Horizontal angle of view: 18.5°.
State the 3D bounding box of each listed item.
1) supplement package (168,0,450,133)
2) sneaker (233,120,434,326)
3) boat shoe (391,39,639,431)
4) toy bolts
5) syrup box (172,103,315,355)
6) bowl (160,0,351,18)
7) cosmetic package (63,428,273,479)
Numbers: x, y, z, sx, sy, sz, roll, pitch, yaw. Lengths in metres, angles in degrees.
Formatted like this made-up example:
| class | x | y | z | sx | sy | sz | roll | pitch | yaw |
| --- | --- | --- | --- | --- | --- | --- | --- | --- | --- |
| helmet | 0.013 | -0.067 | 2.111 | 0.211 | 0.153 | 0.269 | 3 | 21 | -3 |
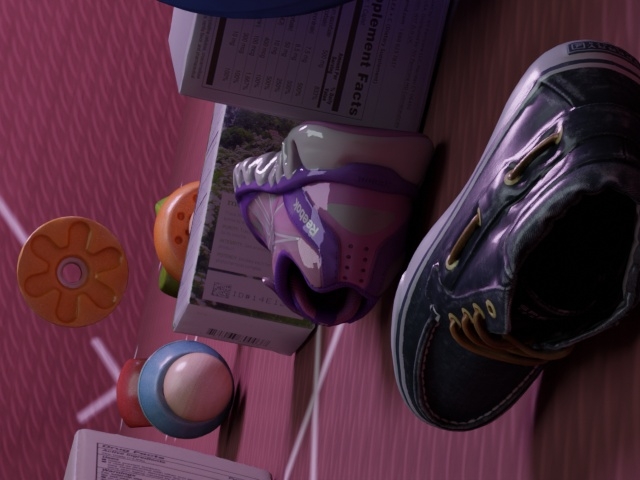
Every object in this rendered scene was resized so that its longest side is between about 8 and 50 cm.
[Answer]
| class | x | y | z | sx | sy | sz | roll | pitch | yaw |
| --- | --- | --- | --- | --- | --- | --- | --- | --- | --- |
| supplement package | -0.003 | -0.192 | 1.224 | 0.262 | 0.145 | 0.204 | -116 | 39 | -76 |
| sneaker | 0.000 | 0.000 | 1.142 | 0.236 | 0.095 | 0.104 | 148 | 126 | -77 |
| boat shoe | 0.069 | 0.021 | 0.704 | 0.083 | 0.065 | 0.183 | -86 | 12 | -51 |
| toy bolts | -0.148 | 0.064 | 1.734 | 0.158 | 0.218 | 0.228 | 158 | 106 | -73 |
| syrup box | -0.037 | -0.046 | 1.428 | 0.096 | 0.093 | 0.237 | 126 | 155 | -71 |
| bowl | -0.047 | -0.313 | 1.025 | 0.077 | 0.391 | 0.391 | -5 | -68 | -55 |
| cosmetic package | -0.104 | 0.240 | 1.272 | 0.296 | 0.153 | 0.129 | -108 | 32 | -76 |
